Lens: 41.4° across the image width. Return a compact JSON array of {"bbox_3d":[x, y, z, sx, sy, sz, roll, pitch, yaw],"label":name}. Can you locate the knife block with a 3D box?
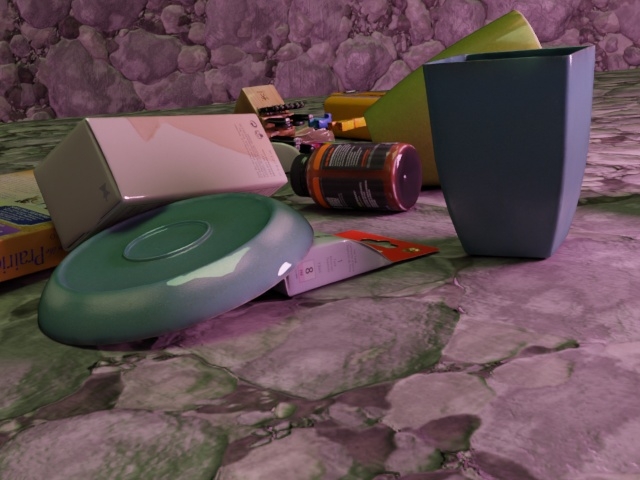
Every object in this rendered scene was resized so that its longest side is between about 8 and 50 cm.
[{"bbox_3d":[-0.115,-0.230,1.973,0.088,0.242,0.276,-13,-29,-32],"label":"knife block"}]

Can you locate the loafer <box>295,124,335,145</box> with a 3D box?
[{"bbox_3d":[-0.038,-0.257,2.064,0.148,0.050,0.056,-4,10,-15],"label":"loafer"}]

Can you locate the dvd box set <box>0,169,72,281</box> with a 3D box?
[{"bbox_3d":[-0.434,-0.032,1.211,0.307,0.062,0.420,13,19,31],"label":"dvd box set"}]

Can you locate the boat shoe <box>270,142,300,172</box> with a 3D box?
[{"bbox_3d":[-0.118,-0.167,1.742,0.184,0.066,0.063,-9,12,25],"label":"boat shoe"}]

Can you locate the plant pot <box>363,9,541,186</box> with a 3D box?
[{"bbox_3d":[0.232,-0.202,1.429,0.293,0.275,0.275,-21,13,7],"label":"plant pot"}]

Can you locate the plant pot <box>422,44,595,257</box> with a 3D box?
[{"bbox_3d":[0.234,-0.105,1.016,0.165,0.234,0.165,1,16,27],"label":"plant pot"}]

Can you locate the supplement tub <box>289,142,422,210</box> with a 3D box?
[{"bbox_3d":[0.051,-0.100,1.322,0.197,0.106,0.106,4,17,31],"label":"supplement tub"}]

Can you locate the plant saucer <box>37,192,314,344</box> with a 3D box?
[{"bbox_3d":[-0.165,0.015,0.942,0.317,0.044,0.317,-13,22,5],"label":"plant saucer"}]

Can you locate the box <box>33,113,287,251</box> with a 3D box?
[{"bbox_3d":[-0.209,-0.086,1.158,0.148,0.121,0.311,-33,-12,35],"label":"box"}]

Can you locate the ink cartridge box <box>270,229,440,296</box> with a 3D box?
[{"bbox_3d":[0.000,0.000,1.054,0.232,0.066,0.189,-19,19,-32],"label":"ink cartridge box"}]

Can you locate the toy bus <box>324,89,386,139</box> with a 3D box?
[{"bbox_3d":[0.120,-0.313,2.126,0.130,0.108,0.332,-17,19,-34],"label":"toy bus"}]

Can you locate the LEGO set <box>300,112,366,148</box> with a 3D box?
[{"bbox_3d":[0.052,-0.242,1.912,0.093,0.087,0.227,-14,18,-32],"label":"LEGO set"}]
